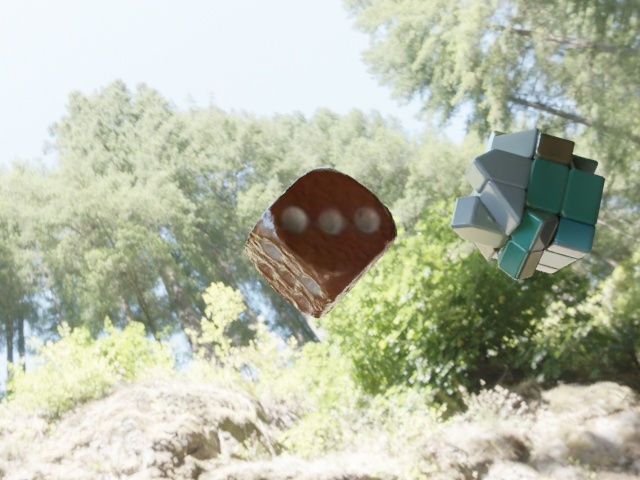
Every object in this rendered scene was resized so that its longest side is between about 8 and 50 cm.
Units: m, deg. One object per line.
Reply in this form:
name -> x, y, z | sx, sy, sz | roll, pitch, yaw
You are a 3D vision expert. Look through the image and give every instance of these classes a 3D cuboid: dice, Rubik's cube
dice -> 0.000, 0.000, 1.057 | 0.179, 0.175, 0.174 | 42, -114, 9
Rubik's cube -> 0.336, -0.056, 1.139 | 0.213, 0.224, 0.265 | 16, -105, 2
